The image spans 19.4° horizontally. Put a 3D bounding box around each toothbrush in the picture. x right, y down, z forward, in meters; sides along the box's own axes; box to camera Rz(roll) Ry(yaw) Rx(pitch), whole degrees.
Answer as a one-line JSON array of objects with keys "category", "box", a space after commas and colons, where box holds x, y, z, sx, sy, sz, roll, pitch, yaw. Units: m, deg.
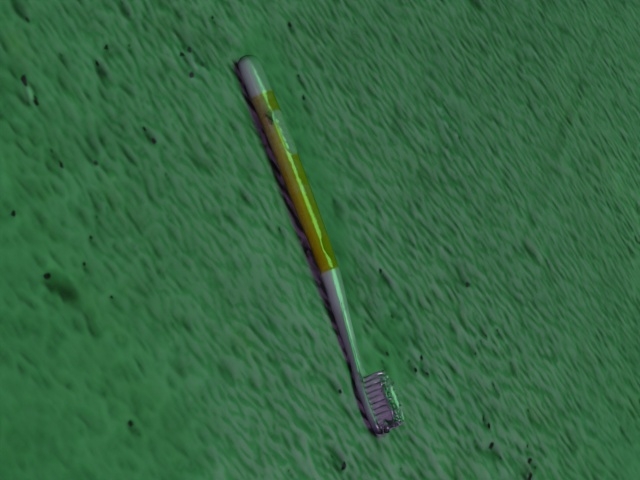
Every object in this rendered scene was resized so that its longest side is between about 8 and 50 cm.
[{"category": "toothbrush", "box": [0.000, 0.000, 1.319, 0.021, 0.024, 0.288, -10, 77, -55]}]
